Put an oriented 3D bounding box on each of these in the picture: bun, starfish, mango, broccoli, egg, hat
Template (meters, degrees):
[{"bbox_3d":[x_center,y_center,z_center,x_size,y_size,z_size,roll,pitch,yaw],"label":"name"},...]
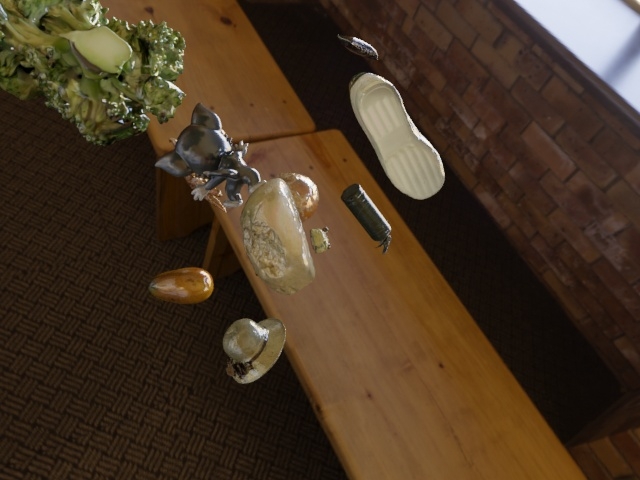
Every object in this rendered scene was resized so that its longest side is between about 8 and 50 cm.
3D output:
[{"bbox_3d":[-0.085,-0.002,0.844,0.116,0.237,0.210,-18,70,-1],"label":"bun"},{"bbox_3d":[-0.513,-0.265,1.880,0.094,0.327,0.375,-36,102,-15],"label":"starfish"},{"bbox_3d":[-0.463,0.153,1.522,0.221,0.151,0.120,-5,79,21],"label":"mango"},{"bbox_3d":[-0.454,-0.357,0.903,0.317,0.338,0.277,21,76,24],"label":"broccoli"},{"bbox_3d":[-0.101,-0.148,1.603,0.195,0.195,0.233,-4,13,-18],"label":"egg"},{"bbox_3d":[-0.253,0.339,1.532,0.130,0.257,0.257,45,45,-29],"label":"hat"},{"bbox_3d":[0.000,0.000,1.407,0.059,0.076,0.077,-9,92,-2],"label":"hat"}]

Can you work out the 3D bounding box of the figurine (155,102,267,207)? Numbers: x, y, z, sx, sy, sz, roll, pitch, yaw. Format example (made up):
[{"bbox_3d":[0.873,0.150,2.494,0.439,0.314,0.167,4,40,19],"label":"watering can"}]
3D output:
[{"bbox_3d":[-0.248,-0.171,1.064,0.193,0.140,0.265,-49,58,5],"label":"figurine"}]

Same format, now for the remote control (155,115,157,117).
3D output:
[{"bbox_3d":[-0.427,-0.385,1.204,0.032,0.074,0.122,-5,61,7],"label":"remote control"}]

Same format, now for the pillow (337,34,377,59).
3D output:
[{"bbox_3d":[0.139,-0.705,1.654,0.150,0.048,0.090,9,12,-41],"label":"pillow"}]

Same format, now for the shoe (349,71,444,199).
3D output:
[{"bbox_3d":[0.179,-0.257,1.118,0.363,0.132,0.160,48,13,-37],"label":"shoe"}]

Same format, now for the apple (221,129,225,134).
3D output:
[{"bbox_3d":[-0.452,-0.427,1.926,0.102,0.114,0.099,-5,16,-15],"label":"apple"}]

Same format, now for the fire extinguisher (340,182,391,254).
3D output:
[{"bbox_3d":[0.202,-0.082,1.846,0.311,0.095,0.114,48,70,-26],"label":"fire extinguisher"}]
